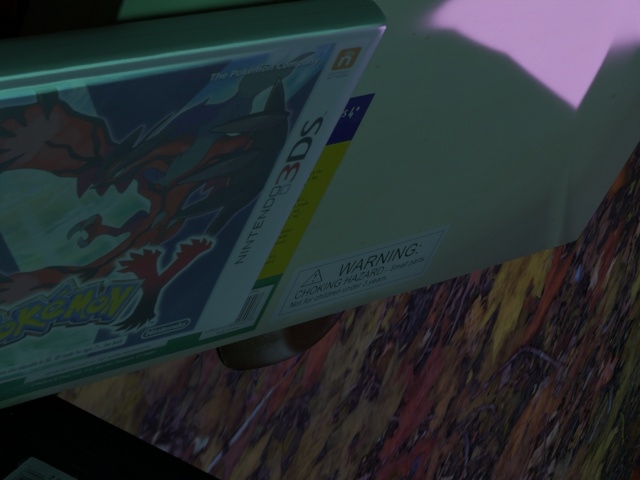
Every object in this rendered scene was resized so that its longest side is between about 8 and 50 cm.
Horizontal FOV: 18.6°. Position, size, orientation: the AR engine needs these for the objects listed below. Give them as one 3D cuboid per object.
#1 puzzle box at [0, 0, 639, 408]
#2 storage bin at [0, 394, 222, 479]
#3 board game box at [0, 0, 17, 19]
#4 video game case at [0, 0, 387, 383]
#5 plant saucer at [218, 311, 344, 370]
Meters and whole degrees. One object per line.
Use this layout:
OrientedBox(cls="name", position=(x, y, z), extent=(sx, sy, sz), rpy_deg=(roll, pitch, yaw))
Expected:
OrientedBox(cls="puzzle box", position=(0.028, -0.069, 0.908), extent=(0.409, 0.052, 0.272), rpy_deg=(-14, 145, -39))
OrientedBox(cls="storage bin", position=(-0.126, 0.143, 0.868), extent=(0.122, 0.180, 0.084), rpy_deg=(-40, 149, -52))
OrientedBox(cls="board game box", position=(-0.156, -0.055, 0.771), extent=(0.133, 0.033, 0.169), rpy_deg=(-46, 153, -46))
OrientedBox(cls="video game case", position=(-0.084, -0.013, 0.772), extent=(0.201, 0.023, 0.183), rpy_deg=(-13, 144, -40))
OrientedBox(cls="plant saucer", position=(0.000, 0.000, 1.262), extent=(0.198, 0.036, 0.198), rpy_deg=(-53, 157, -34))
